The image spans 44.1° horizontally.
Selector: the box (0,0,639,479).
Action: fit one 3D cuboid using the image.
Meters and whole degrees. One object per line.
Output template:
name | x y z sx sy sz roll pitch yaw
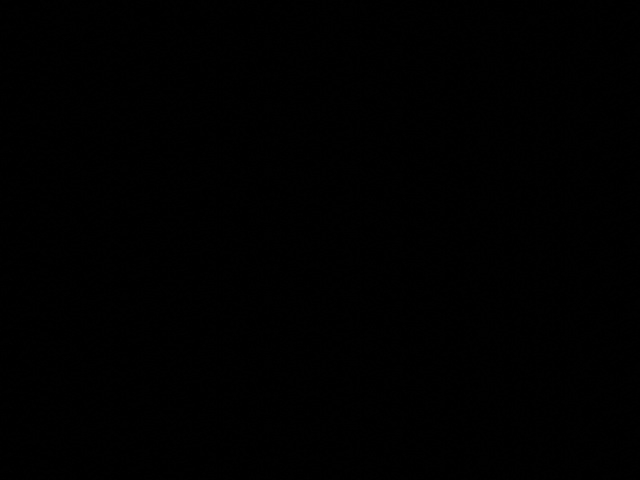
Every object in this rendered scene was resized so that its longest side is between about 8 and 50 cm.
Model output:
box | 0.000 0.000 0.238 0.471 0.298 0.479 65 9 -45
